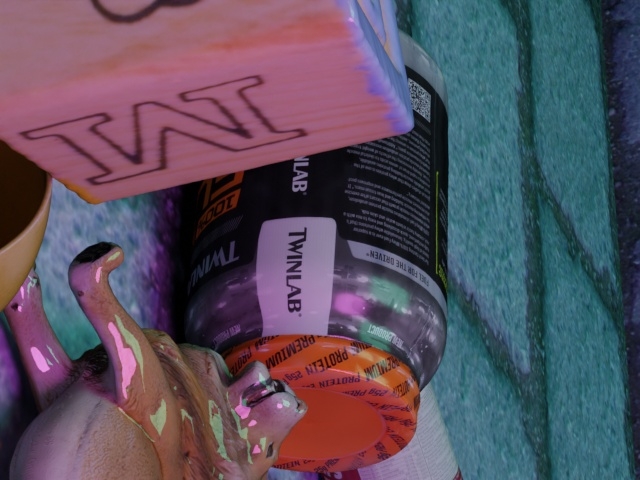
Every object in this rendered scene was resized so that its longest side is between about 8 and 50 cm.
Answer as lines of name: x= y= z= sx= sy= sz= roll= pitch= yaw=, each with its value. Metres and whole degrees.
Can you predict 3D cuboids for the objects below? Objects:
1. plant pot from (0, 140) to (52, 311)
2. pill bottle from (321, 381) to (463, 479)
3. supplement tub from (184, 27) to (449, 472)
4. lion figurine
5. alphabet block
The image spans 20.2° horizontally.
plant pot: x=-0.215 y=0.000 z=1.015 sx=0.095 sy=0.134 sz=0.134 roll=92 pitch=4 yaw=-48
pill bottle: x=0.047 y=0.159 z=1.601 sx=0.121 sy=0.121 sz=0.221 roll=-58 pitch=132 yaw=-62
supplement tub: x=0.000 y=0.000 z=1.443 sx=0.207 sy=0.207 sz=0.338 roll=55 pitch=30 yaw=-48
lion figurine: x=-0.145 y=0.153 z=1.094 sx=0.240 sy=0.142 sz=0.392 roll=69 pitch=29 yaw=-20
alphabet block: x=-0.073 y=-0.145 z=0.960 sx=0.193 sy=0.197 sz=0.192 roll=50 pitch=28 yaw=-71
